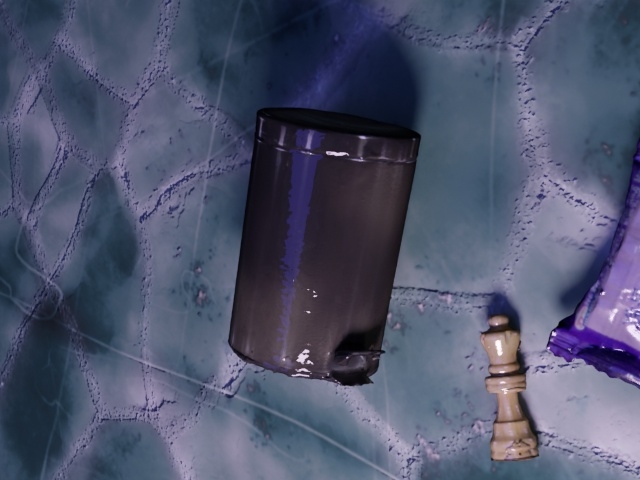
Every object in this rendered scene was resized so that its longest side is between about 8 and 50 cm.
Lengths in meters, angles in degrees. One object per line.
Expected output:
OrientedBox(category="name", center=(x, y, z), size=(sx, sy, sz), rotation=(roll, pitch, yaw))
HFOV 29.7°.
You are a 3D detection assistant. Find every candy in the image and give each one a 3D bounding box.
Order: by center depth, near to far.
OrientedBox(category="candy", center=(0.356, 0.031, 1.300), size=(0.145, 0.070, 0.275), rotation=(28, 106, 26))

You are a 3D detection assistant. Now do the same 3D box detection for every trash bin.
OrientedBox(category="trash bin", center=(0.000, 0.000, 1.491), size=(0.252, 0.203, 0.302), rotation=(25, 110, 53))

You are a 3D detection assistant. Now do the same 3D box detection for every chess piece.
OrientedBox(category="chess piece", center=(0.219, 0.172, 1.426), size=(0.060, 0.060, 0.172), rotation=(-9, 86, 38))
